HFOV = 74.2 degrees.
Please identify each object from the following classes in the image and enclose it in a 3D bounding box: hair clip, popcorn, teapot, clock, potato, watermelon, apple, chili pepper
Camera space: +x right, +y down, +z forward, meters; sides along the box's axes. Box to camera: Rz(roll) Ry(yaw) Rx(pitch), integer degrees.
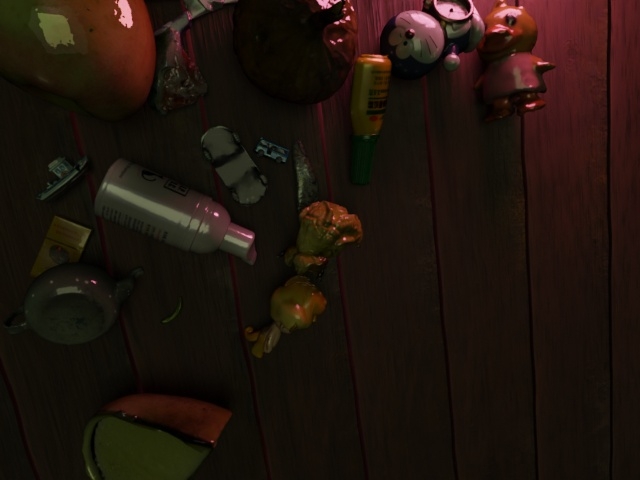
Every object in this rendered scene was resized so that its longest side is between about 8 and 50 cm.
[{"bbox_3d":[-0.039,-0.138,1.075,0.066,0.036,0.229,-11,102,-16],"label":"hair clip"},{"bbox_3d":[0.004,-0.001,1.050,0.173,0.168,0.195,30,97,19],"label":"popcorn"},{"bbox_3d":[-0.556,0.138,0.960,0.294,0.129,0.193,-17,121,-12],"label":"teapot"},{"bbox_3d":[0.262,-0.484,1.020,0.243,0.146,0.200,-24,79,-9],"label":"clock"},{"bbox_3d":[-0.401,0.476,1.040,0.280,0.213,0.330,30,108,0],"label":"potato"},{"bbox_3d":[-0.318,-0.369,0.953,0.139,0.071,0.187,10,111,-28],"label":"watermelon"},{"bbox_3d":[-0.472,-0.399,0.806,0.319,0.319,0.277,19,86,-14],"label":"apple"},{"bbox_3d":[-0.373,0.182,1.070,0.030,0.017,0.083,43,90,-13],"label":"chili pepper"}]

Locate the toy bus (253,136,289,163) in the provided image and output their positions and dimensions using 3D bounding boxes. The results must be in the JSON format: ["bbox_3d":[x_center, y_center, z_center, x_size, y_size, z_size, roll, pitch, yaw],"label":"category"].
[{"bbox_3d":[-0.121,-0.220,1.043,0.083,0.038,0.046,19,91,-15],"label":"toy bus"}]

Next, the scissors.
[{"bbox_3d":[-0.262,-0.549,0.963,0.383,0.029,0.256,-21,107,-9],"label":"scissors"}]

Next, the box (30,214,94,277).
[{"bbox_3d":[-0.607,0.026,0.995,0.087,0.023,0.155,24,94,-17],"label":"box"}]

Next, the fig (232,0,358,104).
[{"bbox_3d":[-0.022,-0.440,0.866,0.286,0.368,0.286,-3,98,-22],"label":"fig"}]

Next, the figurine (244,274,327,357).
[{"bbox_3d":[-0.091,0.194,1.069,0.131,0.156,0.246,39,103,-12],"label":"figurine"}]

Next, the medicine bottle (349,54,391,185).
[{"bbox_3d":[0.111,-0.286,1.029,0.111,0.076,0.309,-19,126,-38],"label":"medicine bottle"}]

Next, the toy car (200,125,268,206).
[{"bbox_3d":[-0.208,-0.180,1.023,0.095,0.056,0.205,-34,101,-4],"label":"toy car"}]

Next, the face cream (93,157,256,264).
[{"bbox_3d":[-0.305,-0.049,0.981,0.369,0.145,0.145,23,94,-15],"label":"face cream"}]

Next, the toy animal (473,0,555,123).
[{"bbox_3d":[0.478,-0.460,1.067,0.169,0.195,0.281,-38,114,-45],"label":"toy animal"}]

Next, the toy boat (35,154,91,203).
[{"bbox_3d":[-0.583,-0.146,0.949,0.140,0.059,0.066,-40,122,-5],"label":"toy boat"}]
